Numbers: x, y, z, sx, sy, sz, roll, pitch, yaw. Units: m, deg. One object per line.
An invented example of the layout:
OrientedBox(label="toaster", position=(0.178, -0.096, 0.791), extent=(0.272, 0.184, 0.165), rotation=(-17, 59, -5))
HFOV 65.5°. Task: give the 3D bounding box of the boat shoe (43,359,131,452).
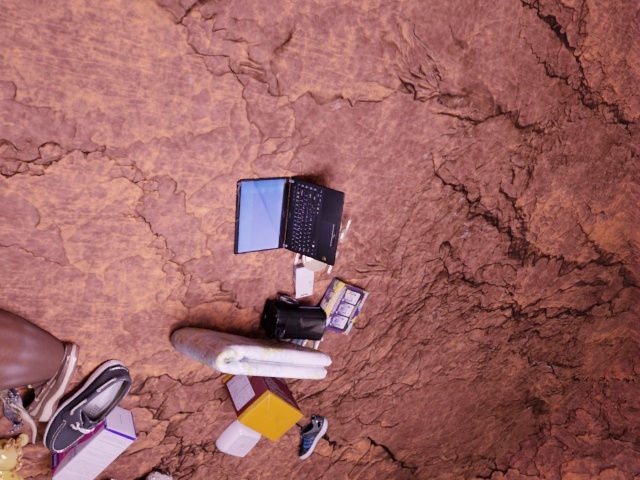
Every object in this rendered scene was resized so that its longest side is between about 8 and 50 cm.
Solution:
OrientedBox(label="boat shoe", position=(-0.648, 0.475, 1.385), extent=(0.302, 0.091, 0.114), rotation=(-54, 137, -3))

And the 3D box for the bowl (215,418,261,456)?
OrientedBox(label="bowl", position=(-0.290, 0.722, 1.795), extent=(0.142, 0.053, 0.142), rotation=(-47, 129, 5))

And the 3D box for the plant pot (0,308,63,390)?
OrientedBox(label="plant pot", position=(-0.747, 0.266, 1.181), extent=(0.215, 0.215, 0.230), rotation=(-51, 143, 6))

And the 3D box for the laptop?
OrientedBox(label="laptop", position=(-0.090, -0.045, 1.388), extent=(0.136, 0.265, 0.234), rotation=(-39, 143, -54))

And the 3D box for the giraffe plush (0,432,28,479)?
OrientedBox(label="giraffe plush", position=(-0.879, 0.619, 1.345), extent=(0.211, 0.181, 0.170), rotation=(8, 92, -22))

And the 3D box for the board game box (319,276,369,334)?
OrientedBox(label="board game box", position=(0.068, 0.224, 1.684), extent=(0.141, 0.048, 0.170), rotation=(24, 95, -36))

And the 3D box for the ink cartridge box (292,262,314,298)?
OrientedBox(label="ink cartridge box", position=(-0.055, 0.126, 1.581), extent=(0.063, 0.029, 0.115), rotation=(-11, 124, -24))

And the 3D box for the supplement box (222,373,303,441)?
OrientedBox(label="supplement box", position=(-0.190, 0.514, 1.632), extent=(0.129, 0.194, 0.191), rotation=(-42, 130, 0))

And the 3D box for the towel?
OrientedBox(label="towel", position=(-0.201, 0.324, 1.440), extent=(0.375, 0.321, 0.090), rotation=(15, 79, -36))

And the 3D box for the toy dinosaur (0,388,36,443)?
OrientedBox(label="toy dinosaur", position=(-0.774, 0.416, 1.253), extent=(0.064, 0.118, 0.268), rotation=(-31, 107, -30))

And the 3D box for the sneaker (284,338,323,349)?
OrientedBox(label="sneaker", position=(-0.078, 0.377, 1.680), extent=(0.087, 0.092, 0.228), rotation=(23, 106, -39))

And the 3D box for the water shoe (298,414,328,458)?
OrientedBox(label="water shoe", position=(-0.048, 0.768, 1.962), extent=(0.080, 0.073, 0.203), rotation=(29, 103, -11))

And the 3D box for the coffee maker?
OrientedBox(label="coffee maker", position=(-0.076, 0.264, 1.553), extent=(0.178, 0.171, 0.120), rotation=(7, 126, -26))

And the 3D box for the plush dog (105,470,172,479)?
OrientedBox(label="plush dog", position=(-0.627, 0.903, 1.647), extent=(0.263, 0.210, 0.225), rotation=(1, 143, -28))

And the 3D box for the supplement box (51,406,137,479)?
OrientedBox(label="supplement box", position=(-0.669, 0.602, 1.469), extent=(0.220, 0.111, 0.114), rotation=(-45, 129, 1))

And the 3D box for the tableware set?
OrientedBox(label="tableware set", position=(0.000, 0.000, 1.525), extent=(0.128, 0.039, 0.194), rotation=(18, 101, -19))

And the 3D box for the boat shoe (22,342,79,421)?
OrientedBox(label="boat shoe", position=(-0.724, 0.376, 1.316), extent=(0.095, 0.095, 0.257), rotation=(22, 106, -31))
